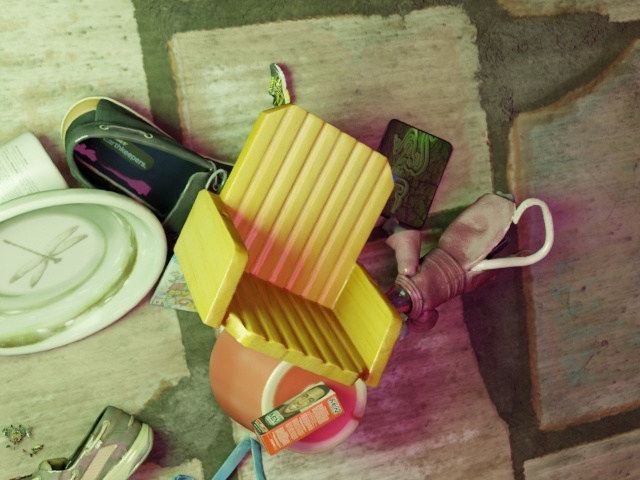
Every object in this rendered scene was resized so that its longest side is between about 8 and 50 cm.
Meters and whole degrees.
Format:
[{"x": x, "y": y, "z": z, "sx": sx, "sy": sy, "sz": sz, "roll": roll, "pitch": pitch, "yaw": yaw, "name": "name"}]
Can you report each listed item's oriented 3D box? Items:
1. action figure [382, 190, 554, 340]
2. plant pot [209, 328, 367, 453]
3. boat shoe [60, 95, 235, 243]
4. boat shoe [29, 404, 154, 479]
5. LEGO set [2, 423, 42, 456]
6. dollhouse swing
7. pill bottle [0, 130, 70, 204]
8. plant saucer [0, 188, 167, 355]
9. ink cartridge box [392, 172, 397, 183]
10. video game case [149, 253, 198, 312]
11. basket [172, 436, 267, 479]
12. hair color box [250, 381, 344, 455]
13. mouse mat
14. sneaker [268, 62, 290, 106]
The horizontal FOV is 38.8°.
[{"x": 0.242, "y": 0.075, "z": 1.736, "sx": 0.370, "sy": 0.276, "sz": 0.248, "roll": -32, "pitch": 114, "yaw": -27, "name": "action figure"}, {"x": -0.046, "y": 0.257, "z": 1.665, "sx": 0.275, "sy": 0.243, "sz": 0.274, "roll": -3, "pitch": 98, "yaw": -18, "name": "plant pot"}, {"x": -0.224, "y": -0.072, "z": 1.575, "sx": 0.500, "sy": 0.156, "sz": 0.187, "roll": 31, "pitch": 111, "yaw": -19, "name": "boat shoe"}, {"x": -0.457, "y": 0.442, "z": 1.625, "sx": 0.130, "sy": 0.132, "sz": 0.355, "roll": 45, "pitch": 74, "yaw": -10, "name": "boat shoe"}, {"x": -0.539, "y": 0.354, "z": 1.629, "sx": 0.054, "sy": 0.023, "sz": 0.083, "roll": -28, "pitch": 119, "yaw": -11, "name": "LEGO set"}, {"x": 0.000, "y": 0.000, "z": 1.476, "sx": 0.347, "sy": 0.315, "sz": 0.305, "roll": 27, "pitch": 106, "yaw": -32, "name": "dollhouse swing"}, {"x": -0.543, "y": -0.071, "z": 1.501, "sx": 0.229, "sy": 0.131, "sz": 0.131, "roll": -33, "pitch": 107, "yaw": -12, "name": "pill bottle"}, {"x": -0.456, "y": 0.034, "z": 1.491, "sx": 0.400, "sy": 0.100, "sz": 0.400, "roll": -22, "pitch": 148, "yaw": -15, "name": "plant saucer"}, {"x": 0.011, "y": -0.119, "z": 1.713, "sx": 0.231, "sy": 0.078, "sz": 0.134, "roll": 29, "pitch": 88, "yaw": -19, "name": "ink cartridge box"}, {"x": -0.228, "y": 0.081, "z": 1.632, "sx": 0.119, "sy": 0.166, "sz": 0.015, "roll": 12, "pitch": 53, "yaw": -20, "name": "video game case"}, {"x": -0.194, "y": 0.521, "z": 1.649, "sx": 0.201, "sy": 0.255, "sz": 0.289, "roll": 41, "pitch": 95, "yaw": -18, "name": "basket"}, {"x": -0.039, "y": 0.294, "z": 1.505, "sx": 0.141, "sy": 0.072, "sz": 0.043, "roll": -28, "pitch": 106, "yaw": -14, "name": "hair color box"}, {"x": 0.171, "y": -0.130, "z": 1.809, "sx": 0.153, "sy": 0.007, "sz": 0.189, "roll": 20, "pitch": 90, "yaw": -21, "name": "mouse mat"}, {"x": -0.082, "y": -0.286, "z": 1.682, "sx": 0.035, "sy": 0.031, "sz": 0.083, "roll": -21, "pitch": 105, "yaw": -15, "name": "sneaker"}]
